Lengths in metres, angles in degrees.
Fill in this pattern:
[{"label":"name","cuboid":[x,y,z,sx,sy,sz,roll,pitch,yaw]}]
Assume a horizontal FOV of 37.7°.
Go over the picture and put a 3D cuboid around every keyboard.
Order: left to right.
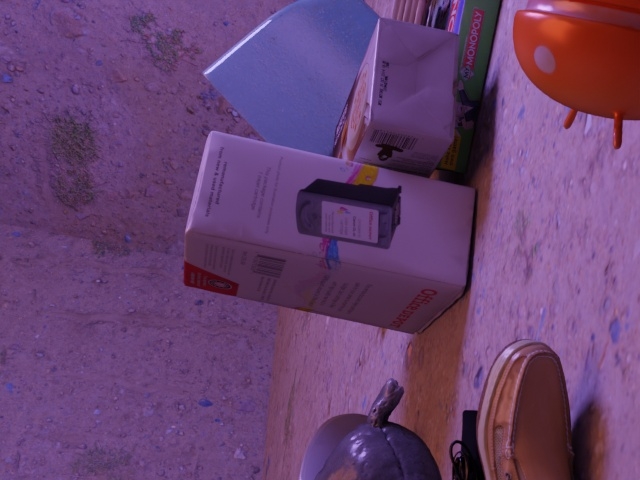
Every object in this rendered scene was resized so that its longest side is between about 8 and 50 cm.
[{"label":"keyboard","cuboid":[0.130,0.228,0.719,0.100,0.038,0.192,41,-134,-46]}]

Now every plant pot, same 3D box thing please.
[{"label":"plant pot","cuboid":[0.018,-0.243,1.462,0.252,0.247,0.248,-44,-11,8]}]

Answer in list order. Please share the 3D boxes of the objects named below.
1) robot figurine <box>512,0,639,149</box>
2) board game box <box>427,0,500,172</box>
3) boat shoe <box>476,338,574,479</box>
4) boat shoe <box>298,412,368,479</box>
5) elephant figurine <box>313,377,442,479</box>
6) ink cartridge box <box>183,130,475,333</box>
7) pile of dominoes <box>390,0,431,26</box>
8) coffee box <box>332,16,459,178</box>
[{"label":"robot figurine","cuboid":[0.184,-0.165,0.536,0.128,0.158,0.220,-4,-68,-50]},{"label":"board game box","cuboid":[0.170,-0.247,1.186,0.213,0.046,0.318,-131,52,-83]},{"label":"boat shoe","cuboid":[0.150,0.165,0.638,0.072,0.068,0.190,-162,71,-71]},{"label":"boat shoe","cuboid":[0.042,0.369,1.001,0.367,0.135,0.157,-101,17,-47]},{"label":"elephant figurine","cuboid":[0.076,0.280,0.810,0.169,0.186,0.239,-36,24,1]},{"label":"ink cartridge box","cuboid":[0.000,0.000,1.098,0.226,0.306,0.131,118,161,-69]},{"label":"pile of dominoes","cuboid":[0.133,-0.277,1.267,0.251,0.040,0.196,3,-81,-77]},{"label":"coffee box","cuboid":[0.081,-0.130,1.121,0.246,0.098,0.141,116,163,-66]}]
